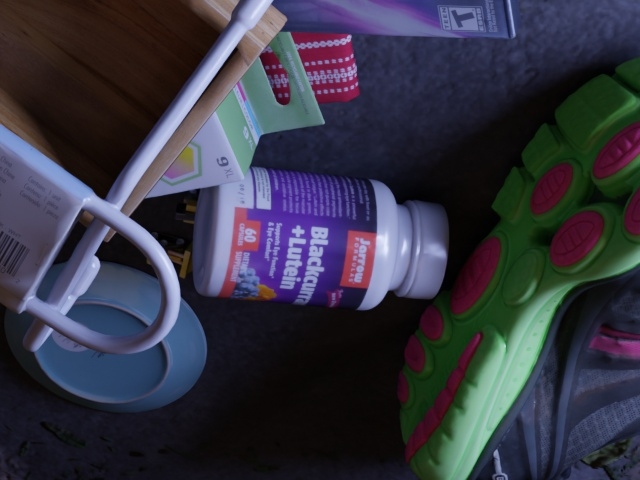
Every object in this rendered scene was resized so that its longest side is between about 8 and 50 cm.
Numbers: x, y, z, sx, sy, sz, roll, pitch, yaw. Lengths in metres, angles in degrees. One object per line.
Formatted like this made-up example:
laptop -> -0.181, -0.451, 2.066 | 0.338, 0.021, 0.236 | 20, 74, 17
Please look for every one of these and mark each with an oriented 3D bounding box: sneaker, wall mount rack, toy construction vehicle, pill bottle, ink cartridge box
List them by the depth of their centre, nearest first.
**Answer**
wall mount rack -> -0.204, -0.097, 1.131 | 0.350, 0.130, 0.304 | 34, 123, -2
ink cartridge box -> -0.114, -0.097, 1.301 | 0.209, 0.062, 0.109 | -9, 126, 19
sneaker -> 0.238, 0.031, 1.350 | 0.202, 0.185, 0.483 | 13, 136, -25
pill bottle -> 0.000, 0.000, 1.367 | 0.193, 0.108, 0.108 | 5, 131, -13
toy construction vehicle -> -0.097, 0.003, 1.441 | 0.098, 0.035, 0.086 | 16, 130, -4

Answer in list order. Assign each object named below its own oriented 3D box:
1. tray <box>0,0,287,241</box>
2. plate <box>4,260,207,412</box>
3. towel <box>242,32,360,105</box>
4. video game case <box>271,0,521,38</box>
tray -> -0.246, -0.206, 1.198 | 0.411, 0.076, 0.203 | 39, 119, -6
plate -> -0.197, 0.096, 1.542 | 0.188, 0.024, 0.188 | 5, 131, 5
towel -> -0.087, -0.213, 1.265 | 0.198, 0.031, 0.275 | -4, 129, 12
video game case -> -0.009, -0.226, 1.164 | 0.274, 0.026, 0.196 | 4, 134, 21
